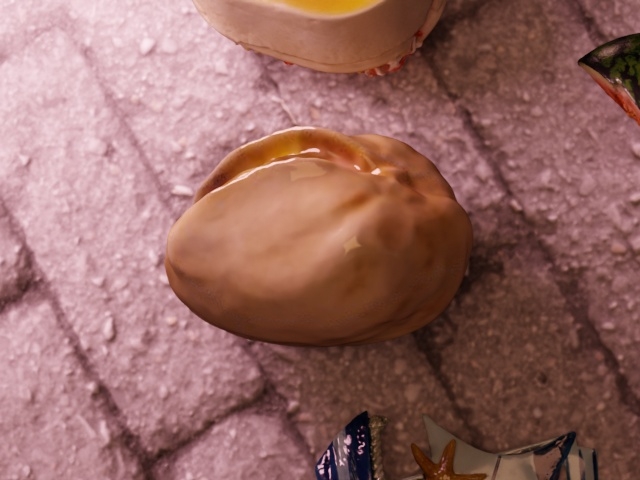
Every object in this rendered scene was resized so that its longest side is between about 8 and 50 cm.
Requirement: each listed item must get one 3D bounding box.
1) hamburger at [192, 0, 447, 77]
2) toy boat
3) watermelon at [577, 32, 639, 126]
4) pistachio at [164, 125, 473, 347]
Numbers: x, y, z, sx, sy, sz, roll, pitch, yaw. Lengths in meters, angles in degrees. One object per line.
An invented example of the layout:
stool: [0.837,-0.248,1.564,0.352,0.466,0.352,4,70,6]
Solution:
hamburger: [-0.007,-0.301,2.026,0.295,0.151,0.227,19,80,21]
toy boat: [0.149,0.266,1.960,0.291,0.067,0.221,-14,79,-2]
watermelon: [0.349,-0.176,1.952,0.145,0.193,0.137,51,138,16]
pistachio: [0.000,0.000,1.940,0.321,0.229,0.238,-3,114,20]
